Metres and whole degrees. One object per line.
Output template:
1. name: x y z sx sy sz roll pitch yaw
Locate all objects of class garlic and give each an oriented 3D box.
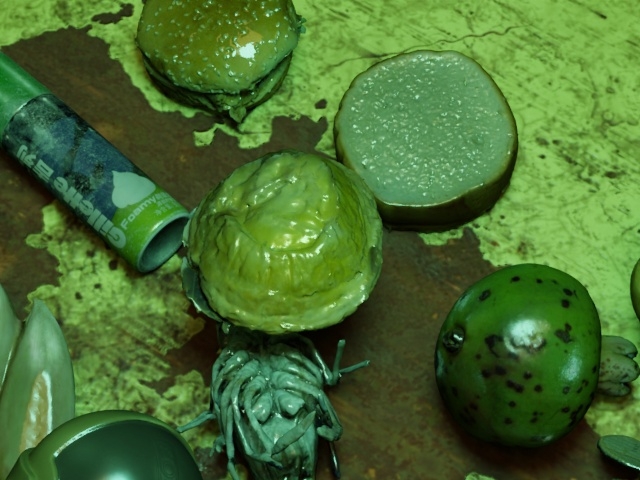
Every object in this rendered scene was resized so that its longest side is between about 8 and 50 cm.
1. garlic: -0.399 0.197 1.703 0.279 0.132 0.325 -6 65 -4

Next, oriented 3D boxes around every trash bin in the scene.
1. trash bin: -0.232 0.322 1.538 0.214 0.214 0.333 29 92 14

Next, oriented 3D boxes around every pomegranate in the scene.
1. pomegranate: 0.239 0.128 1.724 0.248 0.202 0.202 12 60 -25

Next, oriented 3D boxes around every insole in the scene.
1. insole: 0.462 0.275 1.690 0.348 0.119 0.009 20 104 14

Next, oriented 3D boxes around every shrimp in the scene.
1. shrimp: -0.057 0.143 1.727 0.221 0.166 0.410 -13 51 -4

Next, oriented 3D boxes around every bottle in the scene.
1. bottle: -0.297 -0.097 1.877 0.330 0.093 0.093 40 69 18

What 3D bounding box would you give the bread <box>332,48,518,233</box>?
1. bread: 0.126 -0.119 1.902 0.236 0.070 0.236 0 62 1

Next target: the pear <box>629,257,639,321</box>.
1. pear: 0.492 0.030 1.710 0.314 0.314 0.314 0 63 0

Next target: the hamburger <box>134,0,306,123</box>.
1. hamburger: -0.132 -0.261 1.946 0.215 0.122 0.189 35 70 19

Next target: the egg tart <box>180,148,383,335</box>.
1. egg tart: -0.038 -0.012 1.690 0.232 0.098 0.252 25 57 23
